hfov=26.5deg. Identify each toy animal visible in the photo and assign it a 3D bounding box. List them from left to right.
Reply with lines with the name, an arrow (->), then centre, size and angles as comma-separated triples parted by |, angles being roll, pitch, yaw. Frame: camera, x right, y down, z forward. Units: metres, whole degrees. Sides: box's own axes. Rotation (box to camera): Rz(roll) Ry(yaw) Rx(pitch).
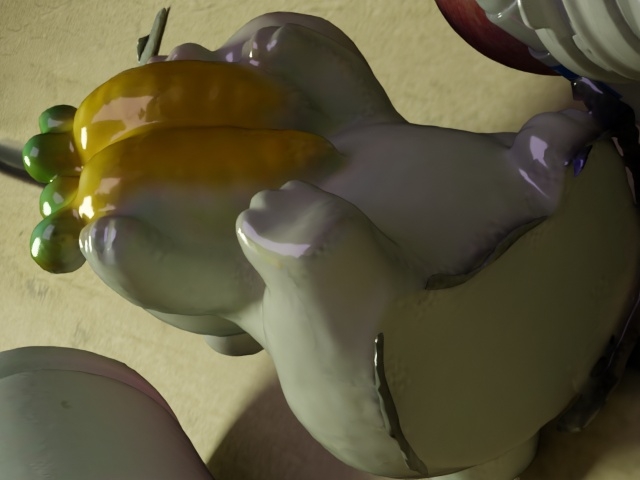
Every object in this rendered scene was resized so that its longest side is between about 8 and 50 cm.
toy animal -> -0.002, -0.006, 0.653 | 0.310, 0.247, 0.183 | 20, 74, 50

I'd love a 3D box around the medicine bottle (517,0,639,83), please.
medicine bottle -> 0.171, -0.108, 0.458 | 0.215, 0.135, 0.135 | 0, 72, 55

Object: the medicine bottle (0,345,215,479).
medicine bottle -> -0.136, 0.210, 0.763 | 0.212, 0.212, 0.325 | -65, 27, 8

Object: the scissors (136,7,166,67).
scissors -> -0.185, -0.135, 1.328 | 0.110, 0.021, 0.212 | -13, 61, 58

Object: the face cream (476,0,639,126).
face cream -> 0.114, -0.083, 0.577 | 0.034, 0.130, 0.034 | -40, 35, 36

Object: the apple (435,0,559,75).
apple -> 0.118, -0.152, 0.640 | 0.153, 0.120, 0.153 | -40, 42, 51
